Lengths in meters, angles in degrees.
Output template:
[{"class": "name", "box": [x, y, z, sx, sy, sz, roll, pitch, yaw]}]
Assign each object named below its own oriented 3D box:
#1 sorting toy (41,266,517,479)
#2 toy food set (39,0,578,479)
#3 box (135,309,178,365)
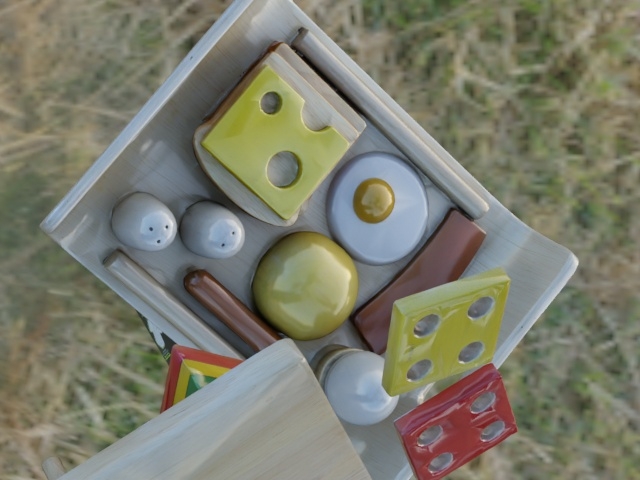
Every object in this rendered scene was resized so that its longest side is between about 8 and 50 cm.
[{"class": "sorting toy", "box": [-0.046, 0.092, 0.743, 0.274, 0.046, 0.132, -32, 143, -4]}, {"class": "toy food set", "box": [0.000, 0.000, 1.257, 0.306, 0.092, 0.220, 43, 82, -24]}, {"class": "box", "box": [-0.089, 0.049, 1.396, 0.062, 0.052, 0.083, -26, 81, -30]}]
